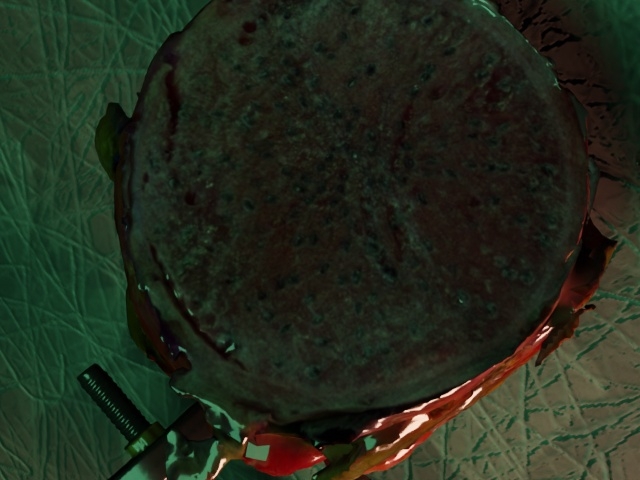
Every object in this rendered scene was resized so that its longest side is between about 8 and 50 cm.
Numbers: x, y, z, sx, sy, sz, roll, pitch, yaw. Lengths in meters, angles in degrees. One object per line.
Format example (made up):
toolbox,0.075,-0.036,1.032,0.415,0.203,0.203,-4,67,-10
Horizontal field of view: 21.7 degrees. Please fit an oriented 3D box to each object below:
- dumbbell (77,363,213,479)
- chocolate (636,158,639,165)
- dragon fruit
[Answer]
dumbbell,-0.076,0.223,1.287,0.325,0.143,0.143,49,130,1
chocolate,0.287,0.027,0.972,0.248,0.110,0.110,46,130,2
dragon fruit,0.000,0.000,1.044,0.296,0.314,0.263,59,171,9
